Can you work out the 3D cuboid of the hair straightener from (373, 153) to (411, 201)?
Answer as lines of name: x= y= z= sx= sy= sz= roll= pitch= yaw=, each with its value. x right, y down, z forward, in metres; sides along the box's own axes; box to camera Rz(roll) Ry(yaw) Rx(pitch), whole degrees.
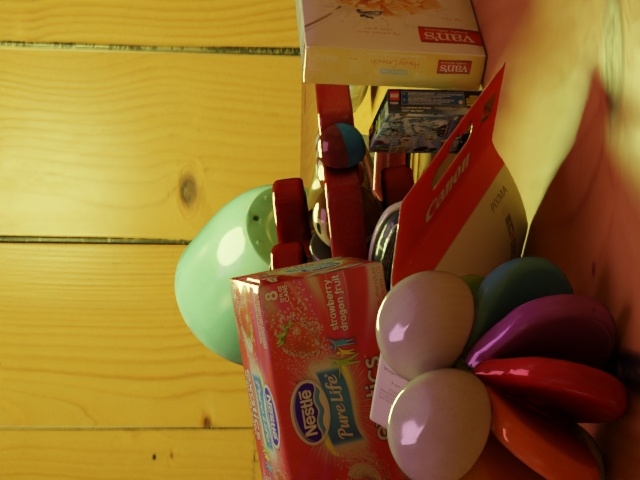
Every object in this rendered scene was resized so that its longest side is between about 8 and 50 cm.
hair straightener: x=0.099 y=-0.047 z=1.650 sx=0.089 sy=0.047 sz=0.231 roll=-44 pitch=-47 yaw=-67

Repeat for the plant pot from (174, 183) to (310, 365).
plant pot: x=-0.076 y=0.039 z=2.229 sx=0.235 sy=0.292 sz=0.293 roll=127 pitch=147 yaw=-53

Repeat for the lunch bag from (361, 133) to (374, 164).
lunch bag: x=0.048 y=-0.029 z=1.844 sx=0.176 sy=0.090 sz=0.219 roll=-99 pitch=12 yaw=-63

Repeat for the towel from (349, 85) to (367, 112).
towel: x=0.048 y=-0.422 z=1.945 sx=0.320 sy=0.090 sz=0.375 roll=96 pitch=173 yaw=-66

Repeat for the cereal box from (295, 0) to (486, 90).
cereal box: x=0.062 y=-0.236 z=1.305 sx=0.240 sy=0.172 sz=0.047 roll=-97 pitch=10 yaw=-50

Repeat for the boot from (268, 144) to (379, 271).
boot: x=0.000 y=0.000 z=1.679 sx=0.112 sy=0.115 sz=0.305 roll=-4 pitch=79 yaw=52

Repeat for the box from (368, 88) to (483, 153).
box: x=0.102 y=-0.115 z=1.277 sx=0.137 sy=0.093 sz=0.027 roll=118 pitch=153 yaw=-77

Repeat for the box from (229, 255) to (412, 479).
box: x=0.003 y=0.152 z=1.267 sx=0.122 sy=0.128 sz=0.257 roll=-173 pitch=73 yaw=-73

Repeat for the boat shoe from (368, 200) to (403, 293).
boat shoe: x=0.094 y=0.084 z=1.325 sx=0.079 sy=0.095 sz=0.255 roll=-96 pitch=7 yaw=-62

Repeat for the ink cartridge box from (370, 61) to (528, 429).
ink cartridge box: x=0.107 y=0.014 z=0.978 sx=0.189 sy=0.066 sz=0.232 roll=-53 pitch=-18 yaw=-41

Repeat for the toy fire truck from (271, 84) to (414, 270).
toy fire truck: x=0.023 y=-0.052 z=1.453 sx=0.302 sy=0.169 sz=0.254 roll=-92 pitch=-5 yaw=-52

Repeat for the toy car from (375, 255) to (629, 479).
toy car: x=0.130 y=0.088 z=0.834 sx=0.136 sy=0.159 sz=0.182 roll=-38 pitch=41 yaw=35
